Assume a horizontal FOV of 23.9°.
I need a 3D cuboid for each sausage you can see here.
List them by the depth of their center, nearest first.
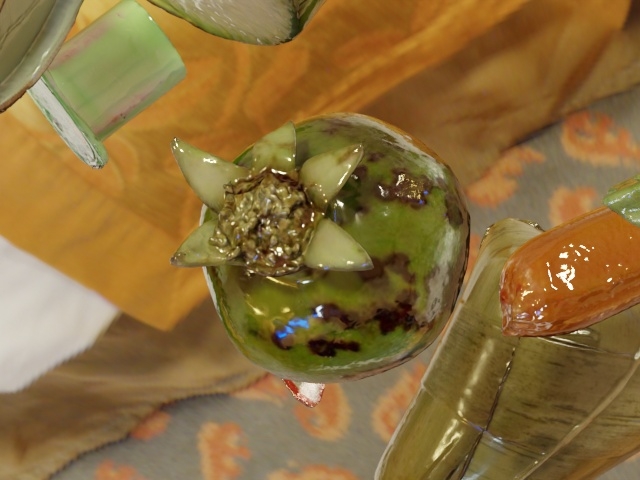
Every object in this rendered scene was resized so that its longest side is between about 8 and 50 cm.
[{"bbox_3d":[0.309,-0.004,1.375,0.348,0.097,0.094,-23,84,-18],"label":"sausage"}]

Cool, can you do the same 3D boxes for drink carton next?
[{"bbox_3d":[-0.232,-0.177,1.631,0.142,0.144,0.146,-41,103,-14],"label":"drink carton"}]

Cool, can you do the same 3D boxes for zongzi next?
[{"bbox_3d":[0.319,0.279,1.825,0.466,0.218,0.500,24,104,-7],"label":"zongzi"}]

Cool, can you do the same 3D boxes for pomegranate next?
[{"bbox_3d":[0.002,-0.006,0.755,0.148,0.169,0.149,-5,62,9],"label":"pomegranate"}]

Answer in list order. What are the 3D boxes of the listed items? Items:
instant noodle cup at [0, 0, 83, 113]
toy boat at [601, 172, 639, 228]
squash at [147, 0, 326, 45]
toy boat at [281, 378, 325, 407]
[{"bbox_3d":[-0.309,-0.230,1.152,0.231,0.243,0.243,28,82,3],"label":"instant noodle cup"},{"bbox_3d":[0.280,-0.090,0.785,0.293,0.093,0.055,-38,89,16],"label":"toy boat"},{"bbox_3d":[-0.086,-0.156,0.592,0.219,0.219,0.041,32,80,23],"label":"squash"},{"bbox_3d":[-0.019,0.104,1.828,0.071,0.318,0.219,-10,103,-12],"label":"toy boat"}]
